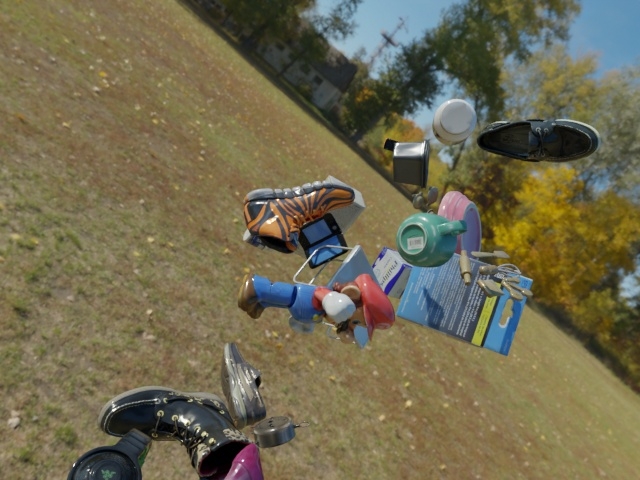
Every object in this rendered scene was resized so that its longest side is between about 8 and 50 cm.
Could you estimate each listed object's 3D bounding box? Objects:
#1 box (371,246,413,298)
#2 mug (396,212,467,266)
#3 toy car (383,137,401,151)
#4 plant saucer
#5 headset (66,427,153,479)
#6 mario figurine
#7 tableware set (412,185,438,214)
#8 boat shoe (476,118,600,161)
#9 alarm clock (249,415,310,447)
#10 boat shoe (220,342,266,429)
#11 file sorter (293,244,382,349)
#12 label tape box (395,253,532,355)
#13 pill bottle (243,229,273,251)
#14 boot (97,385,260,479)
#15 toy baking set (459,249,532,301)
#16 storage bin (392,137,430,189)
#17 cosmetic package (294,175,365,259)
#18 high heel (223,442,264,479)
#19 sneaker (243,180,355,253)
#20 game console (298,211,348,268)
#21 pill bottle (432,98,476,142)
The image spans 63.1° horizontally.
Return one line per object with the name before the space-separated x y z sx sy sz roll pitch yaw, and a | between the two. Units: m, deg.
box | 0.249 0.112 1.816 0.072 0.126 0.137 19 18 -38
mug | 0.251 -0.011 1.234 0.097 0.158 0.129 4 34 -48
toy car | 0.205 -0.243 1.532 0.060 0.122 0.040 -4 22 -15
plant saucer | 0.519 -0.017 1.923 0.084 0.332 0.332 1 -13 32
headset | -0.410 0.524 0.969 0.185 0.243 0.394 30 11 2
mario figurine | -0.008 0.157 1.080 0.320 0.170 0.198 4 17 10
tableware set | 0.371 -0.110 1.857 0.141 0.169 0.020 -19 28 -39
boat shoe | 0.603 -0.283 1.487 0.113 0.127 0.340 -21 31 -38
alarm clock | -0.127 0.594 1.643 0.129 0.192 0.064 169 -88 -82
boat shoe | -0.276 0.514 1.864 0.130 0.132 0.355 1 38 -22
file sorter | 0.069 0.175 1.689 0.173 0.193 0.278 5 -45 43
label tape box | 0.441 0.185 1.624 0.347 0.249 0.115 19 -10 18
pill bottle | -0.233 -0.002 2.022 0.120 0.067 0.067 29 16 -25
boot | -0.367 0.514 1.388 0.377 0.138 0.284 19 2 -40
toy baking set | 0.468 0.091 1.422 0.196 0.030 0.256 18 31 -5
storage bin | 0.241 -0.209 1.382 0.091 0.098 0.135 6 -30 13
cosmetic package | 0.014 -0.072 1.972 0.160 0.309 0.113 28 29 -23
high heel | -0.128 0.573 1.148 0.244 0.082 0.117 59 38 -13
sneaker | -0.049 -0.056 1.458 0.125 0.321 0.180 90 -10 -62
game console | 0.000 0.000 1.697 0.124 0.144 0.085 58 10 -27
pill bottle | 0.304 -0.270 1.188 0.094 0.094 0.169 42 11 4
